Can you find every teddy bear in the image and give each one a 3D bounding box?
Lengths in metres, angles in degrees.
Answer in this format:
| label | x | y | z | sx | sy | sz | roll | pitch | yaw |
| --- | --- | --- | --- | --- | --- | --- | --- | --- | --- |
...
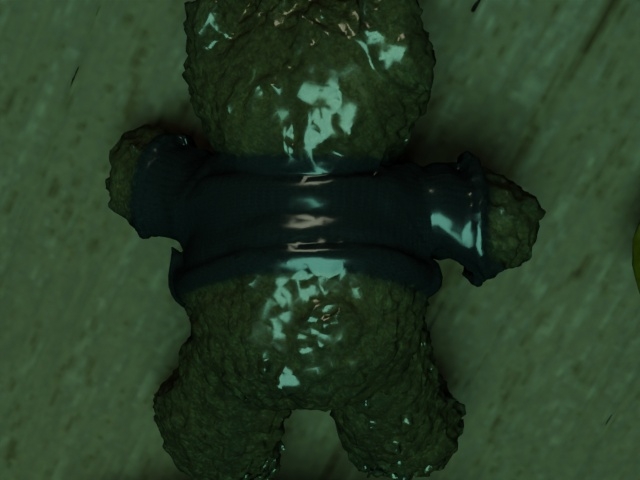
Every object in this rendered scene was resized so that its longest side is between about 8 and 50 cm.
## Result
| label | x | y | z | sx | sy | sz | roll | pitch | yaw |
| --- | --- | --- | --- | --- | --- | --- | --- | --- | --- |
| teddy bear | -0.001 | 0.010 | 0.728 | 0.182 | 0.129 | 0.251 | -1 | 114 | 3 |

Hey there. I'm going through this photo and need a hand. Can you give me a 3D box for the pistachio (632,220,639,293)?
| label | x | y | z | sx | sy | sz | roll | pitch | yaw |
| --- | --- | --- | --- | --- | --- | --- | --- | --- | --- |
| pistachio | 0.214 | -0.011 | 0.744 | 0.173 | 0.049 | 0.090 | -23 | 85 | 16 |
